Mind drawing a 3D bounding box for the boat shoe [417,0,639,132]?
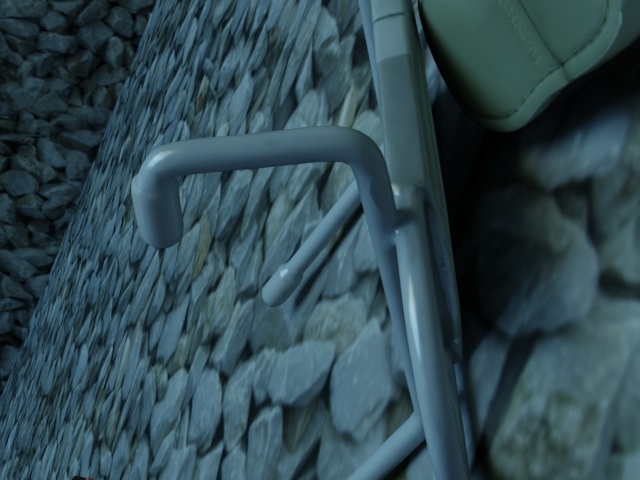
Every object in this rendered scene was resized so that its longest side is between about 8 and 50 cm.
[{"bbox_3d":[0.096,-0.097,0.407,0.068,0.081,0.228,-29,5,-6],"label":"boat shoe"}]

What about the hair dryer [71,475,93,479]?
[{"bbox_3d":[-0.201,0.362,0.879,0.293,0.080,0.224,-123,36,-73],"label":"hair dryer"}]

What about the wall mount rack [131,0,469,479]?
[{"bbox_3d":[0.000,0.000,0.521,0.350,0.130,0.304,-91,-9,-45],"label":"wall mount rack"}]
